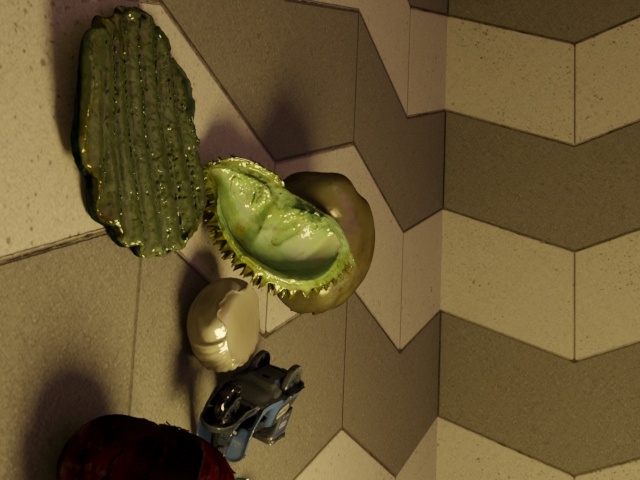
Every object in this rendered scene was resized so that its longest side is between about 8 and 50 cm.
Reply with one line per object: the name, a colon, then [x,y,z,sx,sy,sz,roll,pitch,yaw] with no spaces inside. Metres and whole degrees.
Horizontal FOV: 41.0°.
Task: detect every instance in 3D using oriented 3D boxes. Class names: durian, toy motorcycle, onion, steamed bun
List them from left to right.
onion: [-0.260,0.369,1.261,0.221,0.280,0.281,-55,-170,47]
steamed bun: [-0.190,0.161,1.626,0.183,0.106,0.183,5,90,-68]
toy motorcycle: [-0.143,0.342,1.661,0.358,0.125,0.213,-11,121,-68]
durian: [-0.097,-0.014,1.691,0.394,0.198,0.163,42,9,-20]

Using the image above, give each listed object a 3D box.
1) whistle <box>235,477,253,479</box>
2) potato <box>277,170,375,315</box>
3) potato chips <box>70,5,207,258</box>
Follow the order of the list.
whistle: [-0.148,0.564,1.633,0.274,0.093,0.186,41,57,-21]
potato: [0.000,0.000,1.910,0.243,0.221,0.327,-22,113,-31]
potato chips: [-0.298,-0.176,1.430,0.358,0.070,0.430,-25,112,-68]
